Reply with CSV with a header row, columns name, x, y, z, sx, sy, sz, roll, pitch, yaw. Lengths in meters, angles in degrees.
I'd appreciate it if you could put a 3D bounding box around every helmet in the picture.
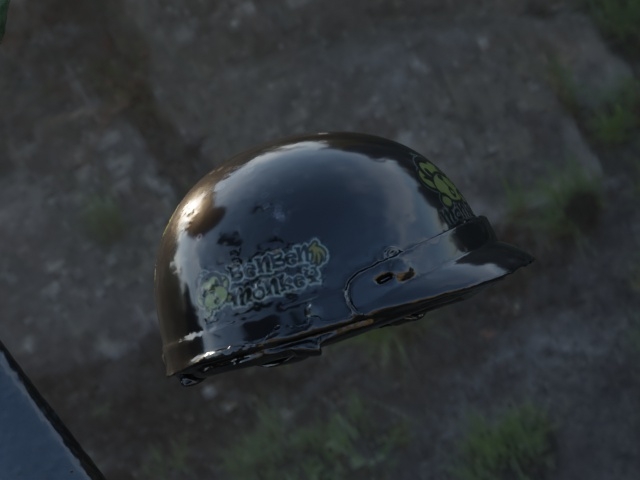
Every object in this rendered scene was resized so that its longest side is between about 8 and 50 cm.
name,x,y,z,sx,sy,sz,roll,pitch,yaw
helmet,0.000,0.000,1.194,0.279,0.160,0.230,-22,-6,22

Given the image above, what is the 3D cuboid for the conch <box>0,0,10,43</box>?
name,x,y,z,sx,sy,sz,roll,pitch,yaw
conch,-0.346,-0.182,1.212,0.277,0.195,0.220,-4,35,-25

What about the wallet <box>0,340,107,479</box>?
name,x,y,z,sx,sy,sz,roll,pitch,yaw
wallet,-0.229,0.202,1.166,0.170,0.321,0.044,-38,1,-9
